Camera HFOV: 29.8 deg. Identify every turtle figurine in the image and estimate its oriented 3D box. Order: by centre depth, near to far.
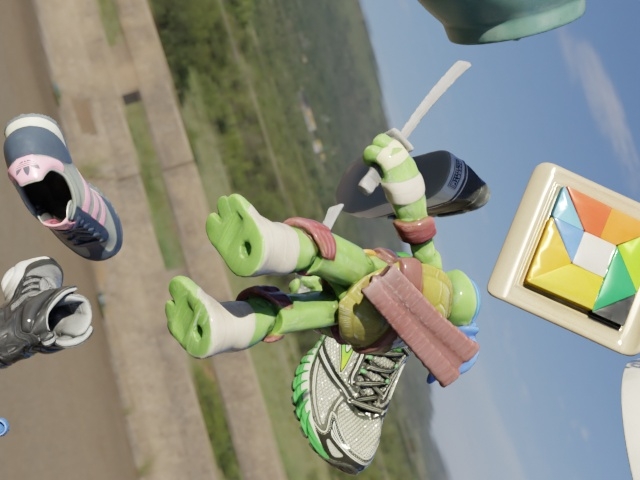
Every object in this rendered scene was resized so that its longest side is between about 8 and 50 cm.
[{"bbox_3d":[0.000,0.000,1.003,0.198,0.266,0.274,-20,-104,47],"label":"turtle figurine"}]

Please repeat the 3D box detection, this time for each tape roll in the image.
[{"bbox_3d":[0.609,0.388,2.055,0.392,0.072,0.392,43,39,-49],"label":"tape roll"}]

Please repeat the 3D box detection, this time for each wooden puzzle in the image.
[{"bbox_3d":[0.388,0.024,1.739,0.044,0.239,0.221,102,12,-77],"label":"wooden puzzle"}]

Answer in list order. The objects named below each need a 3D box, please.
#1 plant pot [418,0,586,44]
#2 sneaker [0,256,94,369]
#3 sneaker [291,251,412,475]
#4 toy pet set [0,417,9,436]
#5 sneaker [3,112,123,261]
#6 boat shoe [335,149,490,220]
[{"bbox_3d":[0.222,-0.354,1.467,0.293,0.293,0.196,-107,-177,-71],"label":"plant pot"},{"bbox_3d":[-0.390,0.097,1.734,0.268,0.153,0.101,-69,144,-62],"label":"sneaker"},{"bbox_3d":[0.060,0.154,1.642,0.134,0.146,0.343,33,51,-33],"label":"sneaker"},{"bbox_3d":[-0.313,0.133,0.876,0.114,0.122,0.065,53,-8,-1],"label":"toy pet set"},{"bbox_3d":[-0.393,-0.043,1.834,0.319,0.112,0.131,62,12,-48],"label":"sneaker"},{"bbox_3d":[0.141,-0.078,1.859,0.306,0.105,0.113,-9,-121,54],"label":"boat shoe"}]
